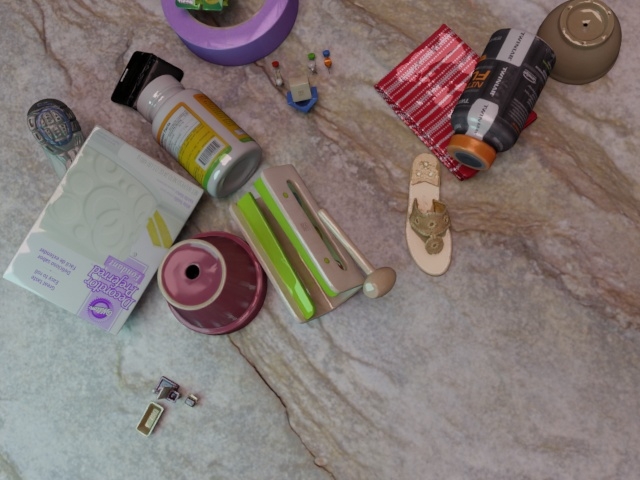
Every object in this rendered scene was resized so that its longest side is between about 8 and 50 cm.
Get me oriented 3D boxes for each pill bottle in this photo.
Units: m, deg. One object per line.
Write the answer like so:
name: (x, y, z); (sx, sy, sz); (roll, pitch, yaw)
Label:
pill bottle: (0.323, -0.252, 1.375); (0.130, 0.130, 0.246); (26, 81, 12)
pill bottle: (-0.244, -0.211, 1.481); (0.245, 0.136, 0.136); (44, 89, 13)

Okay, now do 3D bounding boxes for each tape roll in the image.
tape roll: (-0.186, -0.506, 1.547); (0.274, 0.090, 0.275); (-2, 80, 9)

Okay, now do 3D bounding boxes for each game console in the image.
game console: (-0.367, -0.327, 1.583); (0.107, 0.071, 0.122); (20, 82, 41)

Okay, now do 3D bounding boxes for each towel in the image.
towel: (0.263, -0.272, 1.470); (0.199, 0.031, 0.275); (-41, 77, -1)

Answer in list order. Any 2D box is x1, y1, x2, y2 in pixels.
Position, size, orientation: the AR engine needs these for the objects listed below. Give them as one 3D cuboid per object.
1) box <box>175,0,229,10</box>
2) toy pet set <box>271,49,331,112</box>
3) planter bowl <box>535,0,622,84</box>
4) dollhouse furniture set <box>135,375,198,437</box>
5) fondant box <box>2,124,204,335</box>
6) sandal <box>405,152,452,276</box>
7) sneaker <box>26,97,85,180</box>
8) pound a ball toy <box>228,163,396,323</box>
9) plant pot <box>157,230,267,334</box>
box: (-0.225, -0.538, 1.492); (0.105, 0.043, 0.179); (7, 79, 9)
toy pet set: (-0.031, -0.319, 1.519); (0.122, 0.065, 0.114); (-11, 44, 4)
planter bowl: (0.494, -0.390, 1.416); (0.162, 0.109, 0.162); (-1, 81, 8)
dollhouse furniture set: (-0.304, 0.329, 1.425); (0.091, 0.081, 0.114); (27, 85, 12)
fondant box: (-0.412, -0.020, 1.440); (0.238, 0.096, 0.330); (32, 87, -20)
sandal: (0.201, -0.055, 1.416); (0.088, 0.079, 0.240); (-4, 80, 8)
sneaker: (-0.487, -0.144, 1.522); (0.111, 0.129, 0.297); (-26, 97, -16)
pound a ball toy: (0.000, 0.000, 1.392); (0.208, 0.135, 0.319); (-43, 74, 36)
plant pot: (-0.214, 0.074, 1.405); (0.201, 0.180, 0.201); (-1, 81, 9)
